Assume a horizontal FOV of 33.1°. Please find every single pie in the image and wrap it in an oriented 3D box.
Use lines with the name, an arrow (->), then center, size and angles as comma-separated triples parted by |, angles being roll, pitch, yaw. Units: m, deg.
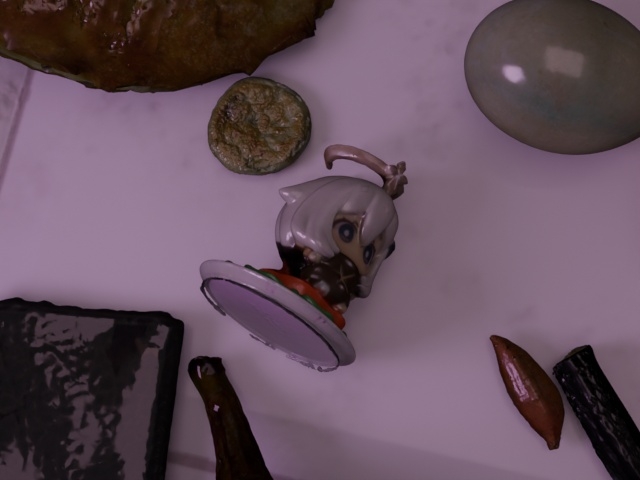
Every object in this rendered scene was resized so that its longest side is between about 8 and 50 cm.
pie -> -0.048, -0.087, 0.841 | 0.084, 0.021, 0.084 | 0, 77, -1
pie -> -0.152, -0.255, 0.817 | 0.355, 0.103, 0.288 | 15, 82, -17

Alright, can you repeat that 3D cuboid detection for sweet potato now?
sweet potato -> 0.154, 0.108, 0.791 | 0.034, 0.034, 0.095 | -29, 83, -3

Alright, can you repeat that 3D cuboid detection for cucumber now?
cucumber -> 0.221, 0.153, 0.779 | 0.039, 0.043, 0.163 | -28, 83, -11

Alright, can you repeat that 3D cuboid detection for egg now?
egg -> 0.180, -0.120, 0.792 | 0.152, 0.114, 0.114 | 22, 81, 4

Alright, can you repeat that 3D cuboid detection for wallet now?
wallet -> -0.199, 0.203, 0.781 | 0.171, 0.044, 0.321 | 4, 76, 5

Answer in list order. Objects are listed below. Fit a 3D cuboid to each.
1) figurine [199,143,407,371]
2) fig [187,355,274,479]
figurine -> 0.000, 0.000, 0.784 | 0.132, 0.132, 0.153 | 30, 70, 7
fig -> -0.067, 0.220, 0.712 | 0.191, 0.190, 0.290 | -26, 79, -3
